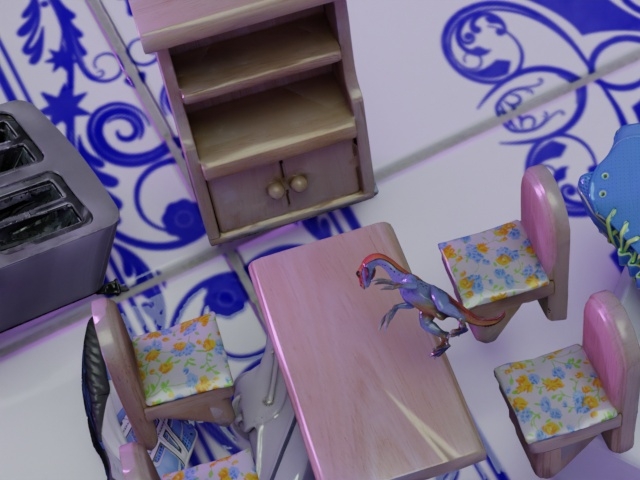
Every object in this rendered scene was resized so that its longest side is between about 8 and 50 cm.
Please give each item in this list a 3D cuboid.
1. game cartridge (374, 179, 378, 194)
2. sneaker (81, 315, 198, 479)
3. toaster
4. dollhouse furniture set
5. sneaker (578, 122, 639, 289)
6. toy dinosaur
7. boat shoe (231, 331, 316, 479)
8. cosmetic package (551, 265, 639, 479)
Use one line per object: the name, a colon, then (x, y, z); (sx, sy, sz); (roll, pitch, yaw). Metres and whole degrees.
game cartridge: (0.006, -0.057, 1.317); (0.083, 0.017, 0.056); (-15, 71, -9)
sneaker: (-0.150, 0.159, 1.189); (0.081, 0.080, 0.211); (-14, 77, -15)
toaster: (-0.274, -0.015, 1.213); (0.185, 0.110, 0.168); (-23, 63, -37)
dollhouse furniture set: (0.000, 0.000, 1.069); (0.362, 0.256, 0.394); (-17, 51, -5)
sneaker: (0.265, 0.005, 1.129); (0.126, 0.091, 0.240); (2, 63, 23)
toy dinosaur: (0.065, 0.040, 0.970); (0.090, 0.047, 0.082); (-11, 58, -38)
boat shoe: (-0.033, 0.136, 1.188); (0.088, 0.096, 0.267); (10, 64, 9)
cosmetic package: (0.333, 0.129, 1.182); (0.224, 0.138, 0.224); (24, 68, 10)
